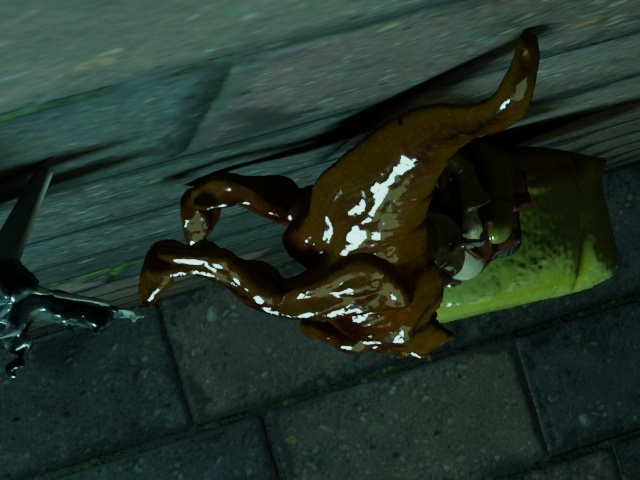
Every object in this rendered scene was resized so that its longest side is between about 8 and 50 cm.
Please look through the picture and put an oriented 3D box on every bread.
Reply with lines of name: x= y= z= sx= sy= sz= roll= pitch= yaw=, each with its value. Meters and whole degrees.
bread: x=0.133 y=-0.006 z=1.389 sx=0.269 sy=0.148 sz=0.270 roll=-12 pitch=177 yaw=-1

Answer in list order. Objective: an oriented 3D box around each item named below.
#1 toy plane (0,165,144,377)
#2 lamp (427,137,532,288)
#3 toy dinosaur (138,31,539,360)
toy plane: x=-0.180 y=0.026 z=0.766 sx=0.160 sy=0.082 sz=0.234 roll=15 pitch=162 yaw=-26
lamp: x=0.085 y=-0.021 z=1.100 sx=0.118 sy=0.118 sz=0.253 roll=-17 pitch=179 yaw=14
toy dinosaur: x=0.000 y=0.000 z=0.914 sx=0.208 sy=0.097 sz=0.432 roll=5 pitch=160 yaw=2
